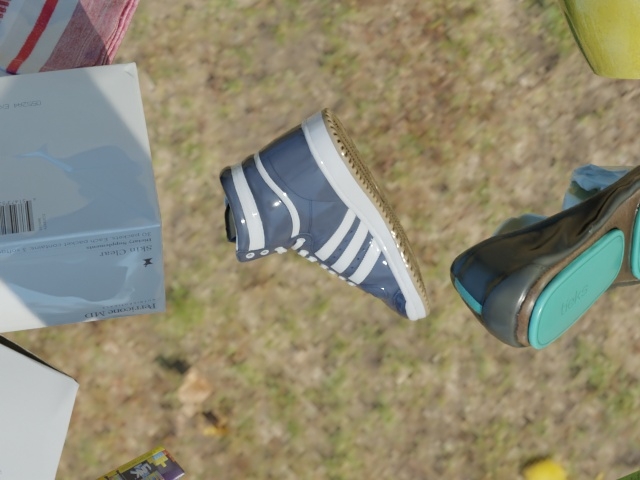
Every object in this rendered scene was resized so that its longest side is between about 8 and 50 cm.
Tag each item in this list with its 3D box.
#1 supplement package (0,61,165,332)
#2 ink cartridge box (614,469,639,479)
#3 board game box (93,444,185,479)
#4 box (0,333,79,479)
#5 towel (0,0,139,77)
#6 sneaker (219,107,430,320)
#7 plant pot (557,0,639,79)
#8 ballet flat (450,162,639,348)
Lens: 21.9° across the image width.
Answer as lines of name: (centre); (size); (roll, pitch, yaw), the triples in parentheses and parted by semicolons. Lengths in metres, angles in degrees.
supplement package: (-0.289, -0.035, 1.569); (0.262, 0.204, 0.145); (-8, 145, -7)
ink cartridge box: (0.377, 0.372, 1.634); (0.097, 0.189, 0.255); (-27, 113, 23)
board game box: (-0.241, 0.302, 1.802); (0.141, 0.170, 0.048); (-45, 80, 23)
box: (-0.228, 0.173, 0.629); (0.127, 0.231, 0.262); (30, 132, -21)
towel: (-0.354, -0.277, 1.752); (0.329, 0.237, 0.037); (14, 151, 8)
sneaker: (0.000, 0.000, 1.690); (0.153, 0.099, 0.282); (-26, 129, 8)
plant pot: (0.219, -0.161, 1.128); (0.134, 0.134, 0.095); (8, 106, 33)
ballet flat: (0.198, -0.009, 1.190); (0.096, 0.280, 0.095); (30, 125, 35)
